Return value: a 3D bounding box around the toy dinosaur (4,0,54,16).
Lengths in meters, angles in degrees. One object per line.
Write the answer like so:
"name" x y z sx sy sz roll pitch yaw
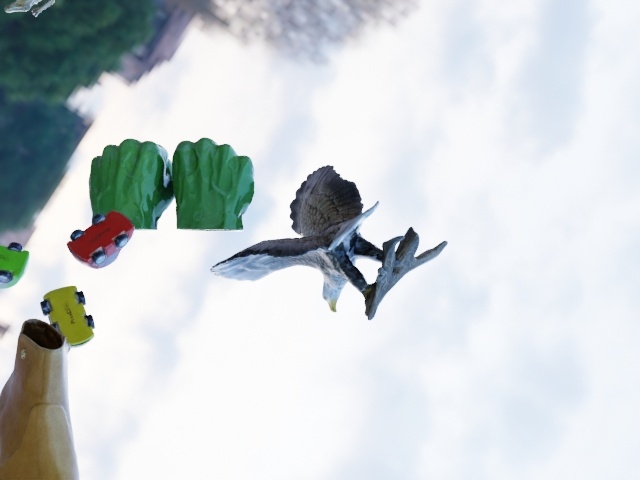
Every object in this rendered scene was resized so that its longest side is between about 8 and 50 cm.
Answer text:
"toy dinosaur" -0.324 -0.341 1.959 0.183 0.053 0.092 -59 -178 -14

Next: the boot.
"boot" -0.353 0.236 1.980 0.295 0.104 0.211 -133 -130 -58

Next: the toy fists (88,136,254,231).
"toy fists" -0.228 -0.086 2.403 0.096 0.279 0.142 4 87 -67

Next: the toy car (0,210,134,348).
"toy car" -0.394 0.047 2.194 0.053 0.225 0.239 94 8 -52

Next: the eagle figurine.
"eagle figurine" -0.003 0.010 2.361 0.298 0.226 0.225 27 -78 31
